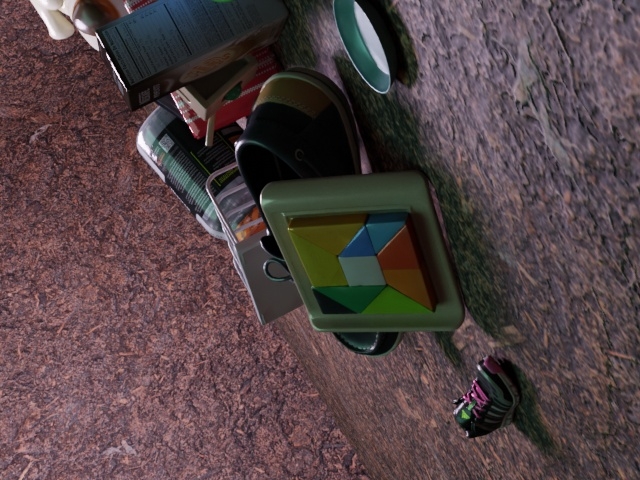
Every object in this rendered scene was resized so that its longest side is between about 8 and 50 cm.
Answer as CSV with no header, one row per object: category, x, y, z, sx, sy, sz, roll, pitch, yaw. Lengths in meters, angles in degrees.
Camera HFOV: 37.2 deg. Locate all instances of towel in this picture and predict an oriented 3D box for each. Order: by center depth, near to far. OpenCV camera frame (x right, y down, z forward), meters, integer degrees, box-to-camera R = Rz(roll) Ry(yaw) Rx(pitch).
towel,-0.182,-0.315,1.514,0.274,0.199,0.031,63,-154,-10

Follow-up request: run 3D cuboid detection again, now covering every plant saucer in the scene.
plant saucer,0.052,-0.216,1.024,0.119,0.021,0.119,57,169,18

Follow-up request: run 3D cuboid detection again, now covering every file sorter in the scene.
file sorter,-0.074,-0.014,1.712,0.173,0.193,0.277,59,170,30

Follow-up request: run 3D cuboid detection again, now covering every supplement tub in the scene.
supplement tub,-0.207,-0.139,1.926,0.316,0.194,0.193,49,167,13

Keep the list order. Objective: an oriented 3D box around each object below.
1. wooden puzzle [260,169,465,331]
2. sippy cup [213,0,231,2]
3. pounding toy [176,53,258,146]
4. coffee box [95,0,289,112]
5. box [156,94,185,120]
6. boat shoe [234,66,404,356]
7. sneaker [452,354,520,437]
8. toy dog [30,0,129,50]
wooden puzzle,0.053,0.026,1.204,0.044,0.221,0.238,-64,-36,-48
sippy cup,-0.193,-0.439,1.128,0.224,0.306,0.240,145,135,-69
pounding toy,-0.171,-0.244,1.455,0.141,0.130,0.100,46,169,-1
coffee box,-0.181,-0.287,1.336,0.098,0.247,0.141,62,170,0
box,-0.244,-0.311,1.707,0.143,0.165,0.270,35,-179,-22
boat shoe,0.000,0.000,1.352,0.187,0.156,0.500,11,137,31
sneaker,0.210,0.211,1.236,0.063,0.075,0.170,55,168,32
toy dog,-0.476,-0.594,2.061,0.395,0.285,0.407,-39,75,42
